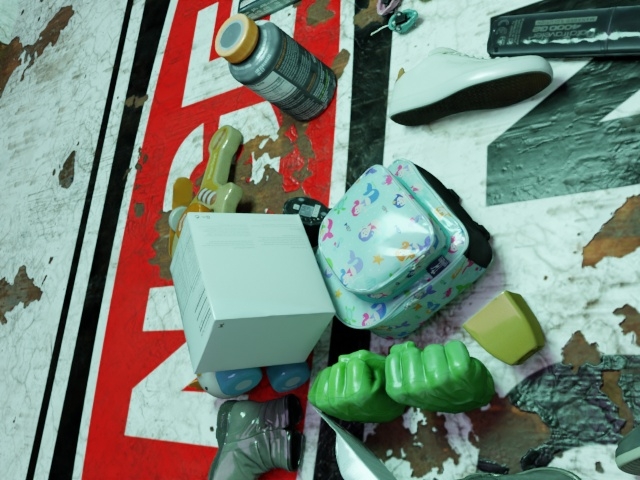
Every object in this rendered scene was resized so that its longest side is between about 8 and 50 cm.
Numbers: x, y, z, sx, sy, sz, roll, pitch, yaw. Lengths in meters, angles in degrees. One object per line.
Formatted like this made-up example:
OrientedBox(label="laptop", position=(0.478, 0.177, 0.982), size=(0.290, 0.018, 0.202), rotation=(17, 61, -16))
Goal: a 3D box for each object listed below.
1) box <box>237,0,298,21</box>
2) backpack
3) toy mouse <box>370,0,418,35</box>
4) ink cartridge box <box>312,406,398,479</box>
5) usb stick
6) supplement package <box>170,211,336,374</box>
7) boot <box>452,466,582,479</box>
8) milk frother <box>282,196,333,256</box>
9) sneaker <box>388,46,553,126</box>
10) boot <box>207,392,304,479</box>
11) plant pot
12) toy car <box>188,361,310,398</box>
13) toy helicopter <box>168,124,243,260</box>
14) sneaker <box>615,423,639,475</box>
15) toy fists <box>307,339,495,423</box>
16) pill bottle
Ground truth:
OrientedBox(label="box", position=(-0.094, -0.627, 1.519), size=(0.220, 0.051, 0.175), rotation=(-11, 66, 36))
OrientedBox(label="backpack", position=(0.107, 0.023, 1.021), size=(0.253, 0.191, 0.225), rotation=(-48, 50, 22))
OrientedBox(label="toy mouse", position=(0.153, -0.446, 1.258), size=(0.143, 0.031, 0.161), rotation=(-50, 49, 13))
OrientedBox(label="ink cartridge box", position=(0.058, 0.335, 0.957), size=(0.045, 0.145, 0.179), rotation=(-49, 48, -6))
OrientedBox(label="usb stick", position=(0.390, -0.318, 1.004), size=(0.278, 0.045, 0.077), rotation=(12, 88, 42))
OrientedBox(label="supplement package", position=(-0.114, 0.078, 1.029), size=(0.149, 0.194, 0.203), rotation=(-62, 38, 42))
OrientedBox(label="boot", position=(0.205, 0.320, 0.800), size=(0.189, 0.208, 0.076), rotation=(-20, 62, 33))
OrientedBox(label="milk frother", position=(0.000, 0.000, 1.178), size=(0.143, 0.129, 0.135), rotation=(25, 129, 15))
OrientedBox(label="sneaker", position=(0.237, -0.279, 1.073), size=(0.290, 0.106, 0.123), rotation=(-5, 73, 40))
OrientedBox(label="boot", position=(-0.108, 0.391, 1.126), size=(0.161, 0.083, 0.247), rotation=(-10, 69, 31))
OrientedBox(label="plant pot", position=(0.266, 0.129, 0.915), size=(0.081, 0.081, 0.083), rotation=(-44, 63, 18))
OrientedBox(label="toy car", position=(-0.175, 0.214, 1.178), size=(0.238, 0.210, 0.219), rotation=(-51, 51, 29))
OrientedBox(label="toy helicopter", position=(-0.246, -0.095, 1.417), size=(0.235, 0.140, 0.355), rotation=(-20, 51, 43))
OrientedBox(label="sneaker", position=(0.434, 0.185, 0.765), size=(0.222, 0.083, 0.118), rotation=(-43, 32, 28))
OrientedBox(label="toy fists", position=(0.110, 0.211, 0.966), size=(0.279, 0.142, 0.096), rotation=(-17, 63, 34))
OrientedBox(label="pill bottle", position=(-0.090, -0.342, 1.275), size=(0.130, 0.245, 0.131), rotation=(-15, 64, 34))
